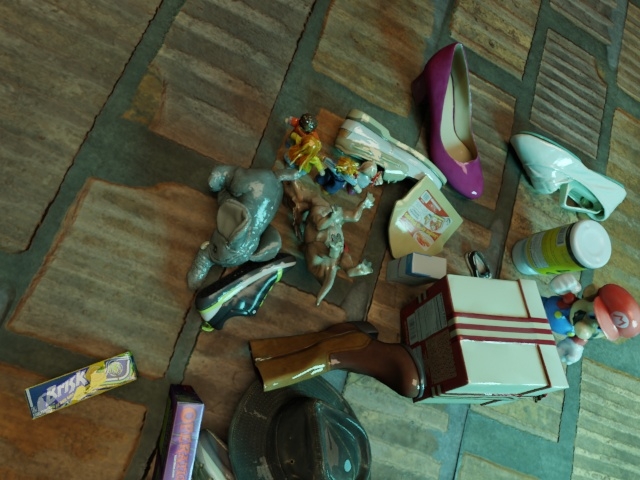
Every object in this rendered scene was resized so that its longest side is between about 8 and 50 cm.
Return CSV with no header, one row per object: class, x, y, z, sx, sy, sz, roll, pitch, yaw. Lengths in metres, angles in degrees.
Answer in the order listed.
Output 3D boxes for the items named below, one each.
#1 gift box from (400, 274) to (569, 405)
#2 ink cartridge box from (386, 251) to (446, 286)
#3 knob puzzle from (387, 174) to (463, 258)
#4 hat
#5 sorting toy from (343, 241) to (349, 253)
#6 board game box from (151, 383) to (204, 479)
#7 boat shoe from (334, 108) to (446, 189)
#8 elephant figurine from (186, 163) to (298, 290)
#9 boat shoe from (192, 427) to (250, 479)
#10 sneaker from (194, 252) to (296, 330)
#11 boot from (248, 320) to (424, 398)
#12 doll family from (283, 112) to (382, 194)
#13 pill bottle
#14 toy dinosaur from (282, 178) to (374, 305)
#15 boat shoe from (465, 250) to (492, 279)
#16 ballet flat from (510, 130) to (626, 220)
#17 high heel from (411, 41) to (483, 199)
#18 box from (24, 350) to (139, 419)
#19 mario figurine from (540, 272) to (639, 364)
gift box,0.341,0.224,0.926,0.257,0.276,0.256,6,64,-14
ink cartridge box,0.221,0.070,0.977,0.088,0.122,0.052,12,72,-17
knob puzzle,0.239,-0.035,1.033,0.212,0.030,0.214,-6,107,-19
hat,-0.001,0.380,0.766,0.331,0.134,0.332,20,50,-26
sorting toy,0.018,0.037,0.959,0.101,0.042,0.061,-12,47,-11
board game box,-0.258,0.433,0.693,0.056,0.208,0.348,11,76,-16
boat shoe,0.169,-0.193,1.029,0.302,0.113,0.103,31,92,-13
elephant figurine,-0.160,-0.021,0.843,0.169,0.186,0.240,11,70,-23
boat shoe,-0.112,0.484,0.792,0.356,0.132,0.130,52,46,-5
sneaker,-0.149,0.107,0.878,0.234,0.084,0.097,-28,109,-19
boot,0.022,0.236,0.800,0.280,0.264,0.096,-3,112,-26
doll family,0.012,-0.165,0.928,0.262,0.163,0.119,34,70,-10
pill bottle,0.607,0.026,1.072,0.119,0.208,0.119,4,78,-18
toy dinosaur,0.000,0.000,0.876,0.127,0.200,0.296,17,66,-38
boat shoe,0.422,0.084,1.088,0.046,0.038,0.125,-22,87,-21
ballet flat,0.702,-0.171,1.199,0.399,0.139,0.139,24,72,-14
high heel,0.355,-0.294,1.063,0.127,0.181,0.378,-26,88,-22
box,-0.422,0.256,0.750,0.168,0.059,0.054,-19,83,-22
mario figurine,0.561,0.183,0.964,0.197,0.320,0.170,21,72,-13
